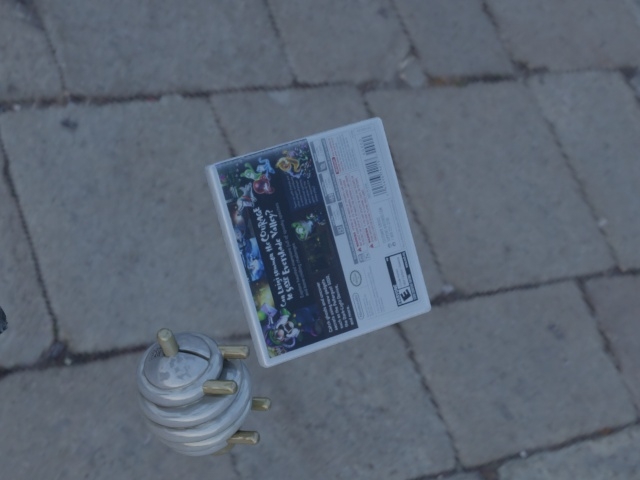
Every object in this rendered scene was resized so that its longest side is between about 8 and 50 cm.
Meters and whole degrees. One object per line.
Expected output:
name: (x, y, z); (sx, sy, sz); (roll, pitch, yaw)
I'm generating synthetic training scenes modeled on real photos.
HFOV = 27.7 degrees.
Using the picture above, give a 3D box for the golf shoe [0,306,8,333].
golf shoe: (-0.282, 0.049, 0.742); (0.198, 0.077, 0.094); (-14, 94, -19)

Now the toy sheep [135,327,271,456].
toy sheep: (-0.089, 0.107, 0.925); (0.091, 0.132, 0.091); (-10, 39, 8)

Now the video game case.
video game case: (0.000, 0.000, 1.188); (0.173, 0.022, 0.190); (-18, 98, -19)
